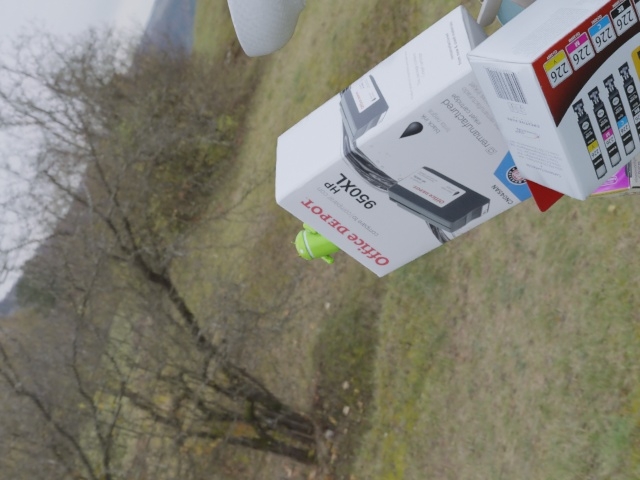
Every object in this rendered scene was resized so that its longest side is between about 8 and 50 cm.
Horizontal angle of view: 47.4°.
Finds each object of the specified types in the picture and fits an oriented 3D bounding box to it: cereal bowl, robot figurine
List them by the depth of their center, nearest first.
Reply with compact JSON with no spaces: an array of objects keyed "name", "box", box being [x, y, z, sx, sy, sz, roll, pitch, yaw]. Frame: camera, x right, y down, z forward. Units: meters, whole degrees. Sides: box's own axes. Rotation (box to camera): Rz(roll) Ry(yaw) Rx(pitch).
[{"name":"robot figurine","box":[0.000,0.000,1.501,0.115,0.101,0.067,-19,39,11]},{"name":"cereal bowl","box":[-0.114,-0.584,1.606,0.339,0.141,0.339,-7,-90,-83]}]

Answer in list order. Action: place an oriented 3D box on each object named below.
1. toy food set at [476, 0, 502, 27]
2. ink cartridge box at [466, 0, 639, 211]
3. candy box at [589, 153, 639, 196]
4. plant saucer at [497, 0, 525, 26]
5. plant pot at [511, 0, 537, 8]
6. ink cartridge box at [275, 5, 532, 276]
[{"name":"toy food set","box":[0.213,-0.507,1.136,0.220,0.092,0.306,103,149,-47]},{"name":"ink cartridge box","box":[0.386,-0.208,0.941,0.309,0.272,0.130,-39,30,-9]},{"name":"candy box","box":[0.541,-0.110,1.159,0.159,0.233,0.071,170,98,-78]},{"name":"plant saucer","box":[0.582,-0.678,2.099,0.037,0.194,0.195,-176,107,-79]},{"name":"plant pot","box":[0.487,-0.614,1.467,0.323,0.323,0.280,-93,24,-53]},{"name":"ink cartridge box","box":[0.159,-0.140,1.210,0.394,0.285,0.166,-31,40,30]}]
